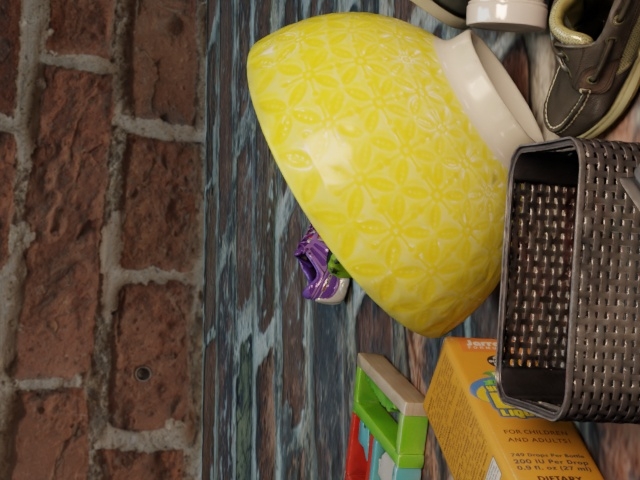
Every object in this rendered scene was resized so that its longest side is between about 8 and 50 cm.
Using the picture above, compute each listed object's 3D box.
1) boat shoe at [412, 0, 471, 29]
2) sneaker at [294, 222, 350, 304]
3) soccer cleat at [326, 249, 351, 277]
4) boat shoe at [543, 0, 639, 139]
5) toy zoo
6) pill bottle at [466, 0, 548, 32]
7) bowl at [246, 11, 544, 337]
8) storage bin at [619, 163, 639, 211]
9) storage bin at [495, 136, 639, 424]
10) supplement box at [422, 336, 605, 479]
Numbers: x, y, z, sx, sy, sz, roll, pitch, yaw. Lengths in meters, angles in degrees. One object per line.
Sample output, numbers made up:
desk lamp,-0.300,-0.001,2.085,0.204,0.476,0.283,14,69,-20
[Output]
boat shoe,0.089,-0.257,1.059,0.099,0.319,0.116,-46,69,20
sneaker,0.000,0.000,1.658,0.068,0.071,0.169,118,154,-60
soccer cleat,0.054,-0.020,1.478,0.179,0.060,0.072,120,162,-49
boat shoe,0.190,-0.149,0.870,0.223,0.073,0.080,115,155,-57
toy zoo,0.062,0.289,1.395,0.192,0.030,0.293,-139,53,-73
pill bottle,0.155,-0.247,1.025,0.086,0.086,0.152,-162,76,-77
bowl,0.088,-0.082,1.046,0.156,0.289,0.289,-32,39,18
storage bin,0.232,-0.012,0.645,0.091,0.098,0.135,-49,29,22
storage bin,0.180,0.026,0.846,0.122,0.084,0.180,-178,91,-77
supplement box,0.147,0.164,0.965,0.233,0.078,0.080,-113,30,-62
